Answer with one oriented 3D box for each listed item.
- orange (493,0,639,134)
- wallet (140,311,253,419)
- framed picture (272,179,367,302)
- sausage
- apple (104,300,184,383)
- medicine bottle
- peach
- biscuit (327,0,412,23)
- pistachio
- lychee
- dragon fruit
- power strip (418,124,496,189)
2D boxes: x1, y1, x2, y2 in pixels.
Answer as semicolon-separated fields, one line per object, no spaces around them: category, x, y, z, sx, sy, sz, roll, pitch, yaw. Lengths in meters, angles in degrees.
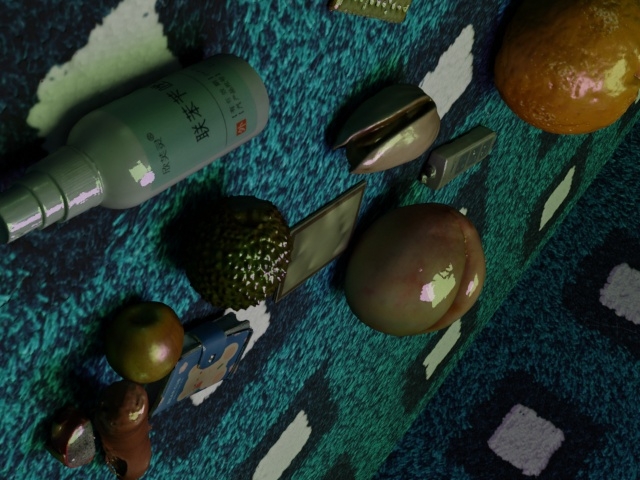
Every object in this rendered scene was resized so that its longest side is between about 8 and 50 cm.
orange;0.529;-0.378;1.884;0.340;0.293;0.341;-48;157;-27
wallet;-0.199;0.192;1.442;0.202;0.059;0.141;-19;143;-54
framed picture;0.000;0.000;1.663;0.231;0.010;0.173;-34;148;-44
sausage;-0.278;0.267;1.302;0.079;0.087;0.327;-12;156;-15
apple;-0.235;0.135;1.241;0.114;0.099;0.102;-38;149;-32
medicine bottle;-0.204;-0.096;0.984;0.352;0.110;0.110;-36;150;-41
peach;0.188;0.057;1.829;0.292;0.247;0.292;-21;127;-30
biscuit;0.094;-0.387;1.344;0.231;0.016;0.139;-13;130;-60
pistachio;0.114;-0.183;1.515;0.223;0.126;0.152;-36;-175;-40
lychee;-0.117;0.024;1.266;0.171;0.171;0.171;-45;155;-28
dragon fruit;-0.345;0.272;1.250;0.060;0.056;0.083;-39;147;-41
power strip;0.307;-0.187;2.007;0.286;0.048;0.080;-32;148;-49
